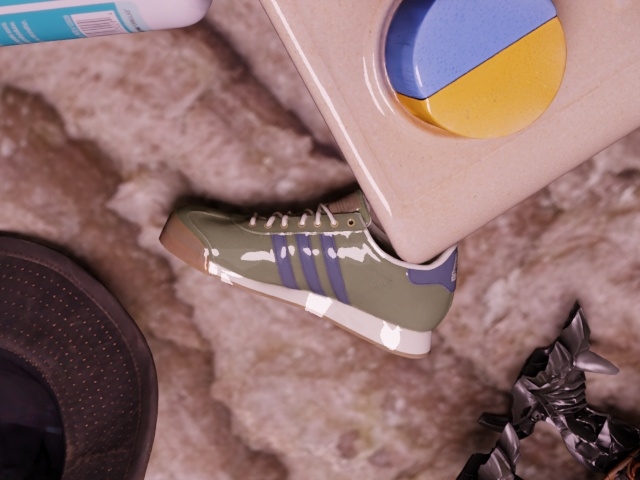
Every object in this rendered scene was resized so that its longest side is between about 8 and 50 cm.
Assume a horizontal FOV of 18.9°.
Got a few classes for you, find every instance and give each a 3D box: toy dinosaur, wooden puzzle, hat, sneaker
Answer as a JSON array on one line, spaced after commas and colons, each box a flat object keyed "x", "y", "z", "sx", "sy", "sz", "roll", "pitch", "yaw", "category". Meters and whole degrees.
[{"x": 0.196, "y": 0.182, "z": 1.228, "sx": 0.218, "sy": 0.164, "sz": 0.322, "roll": 36, "pitch": 120, "yaw": -1, "category": "toy dinosaur"}, {"x": 0.115, "y": -0.197, "z": 1.052, "sx": 0.322, "sy": 0.080, "sz": 0.348, "roll": -32, "pitch": 112, "yaw": -9, "category": "wooden puzzle"}, {"x": -0.234, "y": 0.170, "z": 1.276, "sx": 0.331, "sy": 0.331, "sz": 0.134, "roll": -19, "pitch": 151, "yaw": 14, "category": "hat"}, {"x": 0.000, "y": 0.000, "z": 1.235, "sx": 0.192, "sy": 0.064, "sz": 0.086, "roll": 24, "pitch": 108, "yaw": -6, "category": "sneaker"}]

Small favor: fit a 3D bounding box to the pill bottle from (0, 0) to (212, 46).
[{"x": -0.200, "y": -0.184, "z": 1.116, "sx": 0.264, "sy": 0.146, "sz": 0.146, "roll": -5, "pitch": 115, "yaw": 7, "category": "pill bottle"}]
